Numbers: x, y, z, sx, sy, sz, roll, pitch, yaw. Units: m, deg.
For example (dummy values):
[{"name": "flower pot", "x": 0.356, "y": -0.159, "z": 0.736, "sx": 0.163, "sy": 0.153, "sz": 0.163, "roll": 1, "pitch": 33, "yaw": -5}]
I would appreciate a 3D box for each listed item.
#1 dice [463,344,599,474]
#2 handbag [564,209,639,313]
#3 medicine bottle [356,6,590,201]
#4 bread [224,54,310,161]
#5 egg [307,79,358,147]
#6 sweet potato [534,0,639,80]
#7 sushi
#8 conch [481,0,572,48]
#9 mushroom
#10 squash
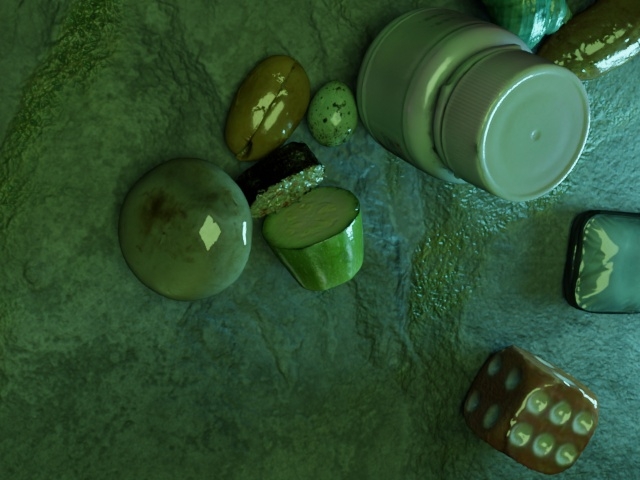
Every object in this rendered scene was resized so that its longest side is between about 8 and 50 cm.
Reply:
[{"name": "dice", "x": 0.376, "y": 0.300, "z": 1.828, "sx": 0.175, "sy": 0.179, "sz": 0.174, "roll": 29, "pitch": 92, "yaw": -15}, {"name": "handbag", "x": 0.617, "y": 0.047, "z": 1.903, "sx": 0.332, "sy": 0.075, "sz": 0.192, "roll": 4, "pitch": 96, "yaw": -12}, {"name": "medicine bottle", "x": 0.233, "y": -0.210, "z": 1.594, "sx": 0.256, "sy": 0.325, "sz": 0.256, "roll": -14, "pitch": 120, "yaw": -26}, {"name": "bread", "x": -0.085, "y": -0.213, "z": 1.666, "sx": 0.114, "sy": 0.077, "sz": 0.189, "roll": 30, "pitch": 89, "yaw": -22}, {"name": "egg", "x": 0.020, "y": -0.208, "z": 1.688, "sx": 0.085, "sy": 0.085, "sz": 0.110, "roll": 2, "pitch": 87, "yaw": -15}, {"name": "sweet potato", "x": 0.475, "y": -0.342, "z": 1.764, "sx": 0.336, "sy": 0.131, "sz": 0.131, "roll": -43, "pitch": 107, "yaw": -3}, {"name": "sushi", "x": -0.068, "y": -0.097, "z": 1.672, "sx": 0.150, "sy": 0.090, "sz": 0.078, "roll": -30, "pitch": 69, "yaw": -12}, {"name": "conch", "x": 0.325, "y": -0.406, "z": 1.687, "sx": 0.202, "sy": 0.134, "sz": 0.196, "roll": 35, "pitch": 48, "yaw": -38}, {"name": "mushroom", "x": -0.209, "y": -0.019, "z": 1.621, "sx": 0.226, "sy": 0.178, "sz": 0.226, "roll": 5, "pitch": 103, "yaw": 21}, {"name": "squash", "x": 0.000, "y": 0.000, "z": 1.687, "sx": 0.170, "sy": 0.170, "sz": 0.123, "roll": -28, "pitch": 118, "yaw": -8}]
